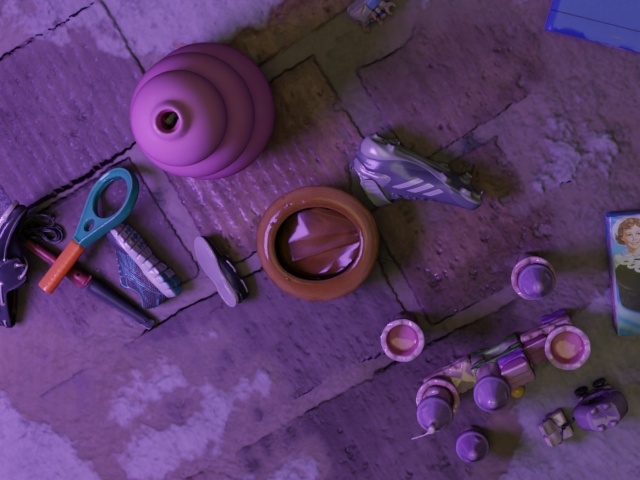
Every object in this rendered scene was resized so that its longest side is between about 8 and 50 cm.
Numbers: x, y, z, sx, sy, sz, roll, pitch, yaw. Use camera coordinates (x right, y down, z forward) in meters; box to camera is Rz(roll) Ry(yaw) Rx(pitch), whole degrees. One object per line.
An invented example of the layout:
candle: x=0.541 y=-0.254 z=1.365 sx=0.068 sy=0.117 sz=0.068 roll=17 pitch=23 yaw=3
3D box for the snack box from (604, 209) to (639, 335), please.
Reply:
snack box: x=0.601 y=0.036 z=1.747 sx=0.322 sy=0.060 sz=0.187 roll=-6 pitch=98 yaw=7

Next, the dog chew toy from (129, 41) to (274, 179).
dog chew toy: x=-0.181 y=-0.180 z=1.660 sx=0.207 sy=0.332 sz=0.206 roll=1 pitch=100 yaw=7

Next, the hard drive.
hard drive: x=0.473 y=-0.440 z=1.694 sx=0.210 sy=0.040 sz=0.318 roll=15 pitch=101 yaw=4

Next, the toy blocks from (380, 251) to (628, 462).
toy blocks: x=0.275 y=0.210 z=1.710 sx=0.289 sy=0.260 sz=0.309 roll=-27 pitch=95 yaw=9

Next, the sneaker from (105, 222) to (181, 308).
sneaker: x=-0.301 y=0.042 z=1.849 sx=0.076 sy=0.065 sz=0.166 roll=-40 pitch=90 yaw=17

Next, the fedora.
fedora: x=0.000 y=0.000 z=1.798 sx=0.194 sy=0.079 sz=0.194 roll=2 pitch=101 yaw=12

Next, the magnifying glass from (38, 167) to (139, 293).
magnifying glass: x=-0.368 y=-0.015 z=1.827 sx=0.092 sy=0.026 sz=0.231 roll=38 pitch=94 yaw=41

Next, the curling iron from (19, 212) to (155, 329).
curling iron: x=-0.377 y=0.052 z=1.870 sx=0.274 sy=0.035 sz=0.068 roll=42 pitch=101 yaw=-1

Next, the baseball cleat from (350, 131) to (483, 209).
baseball cleat: x=0.145 y=-0.084 z=1.783 sx=0.206 sy=0.072 sz=0.109 roll=31 pitch=115 yaw=5

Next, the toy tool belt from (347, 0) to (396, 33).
toy tool belt: x=0.086 y=-0.354 z=1.752 sx=0.083 sy=0.052 sz=0.051 roll=-37 pitch=125 yaw=14

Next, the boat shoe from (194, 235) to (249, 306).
boat shoe: x=-0.157 y=0.044 z=1.844 sx=0.125 sy=0.038 sz=0.046 roll=58 pitch=142 yaw=1

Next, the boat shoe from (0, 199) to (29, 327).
boat shoe: x=-0.497 y=0.039 z=1.847 sx=0.079 sy=0.084 sz=0.233 roll=22 pitch=118 yaw=-1
